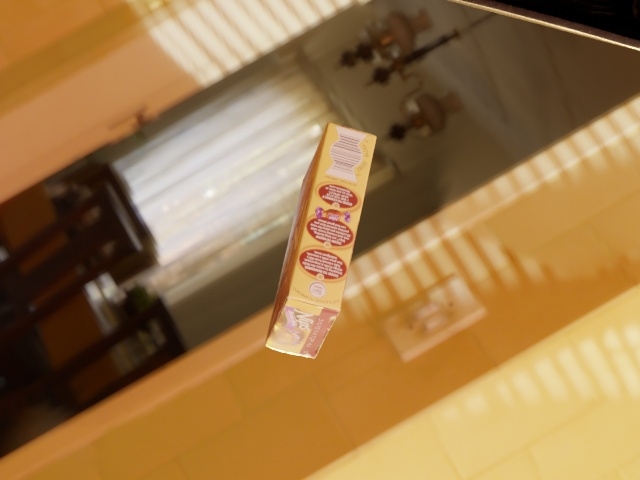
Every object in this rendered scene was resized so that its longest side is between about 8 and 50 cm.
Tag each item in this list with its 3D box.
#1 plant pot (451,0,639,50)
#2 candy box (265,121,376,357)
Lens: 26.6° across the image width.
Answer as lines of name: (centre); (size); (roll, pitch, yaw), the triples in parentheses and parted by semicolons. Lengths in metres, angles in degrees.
plant pot: (0.174, -0.177, 0.660); (0.167, 0.188, 0.188); (13, 9, -41)
candy box: (0.000, 0.000, 1.231); (0.109, 0.053, 0.187); (115, -13, -59)
